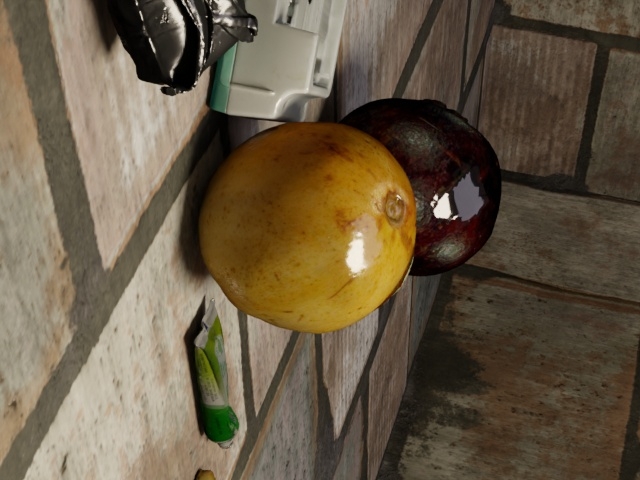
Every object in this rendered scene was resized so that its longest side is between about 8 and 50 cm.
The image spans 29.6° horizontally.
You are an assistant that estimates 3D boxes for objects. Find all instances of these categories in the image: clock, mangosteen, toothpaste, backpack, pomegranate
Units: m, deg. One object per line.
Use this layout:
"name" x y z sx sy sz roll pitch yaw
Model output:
"clock" -0.028 -0.267 1.430 0.231 0.116 0.262 -14 117 -77
"mangosteen" 0.132 -0.071 1.903 0.330 0.330 0.330 12 90 -77
"toothpaste" -0.135 0.184 1.550 0.248 0.046 0.078 86 16 -44
"backpack" -0.133 -0.221 1.040 0.120 0.105 0.165 -43 133 -31
"pomegranate" -0.021 -0.011 1.415 0.264 0.264 0.264 12 90 -77

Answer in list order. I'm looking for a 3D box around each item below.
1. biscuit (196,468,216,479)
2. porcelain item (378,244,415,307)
"biscuit" -0.182 0.447 1.621 0.172 0.029 0.254 85 21 -51
"porcelain item" 0.000 0.000 1.686 0.253 0.253 0.253 12 90 -77
